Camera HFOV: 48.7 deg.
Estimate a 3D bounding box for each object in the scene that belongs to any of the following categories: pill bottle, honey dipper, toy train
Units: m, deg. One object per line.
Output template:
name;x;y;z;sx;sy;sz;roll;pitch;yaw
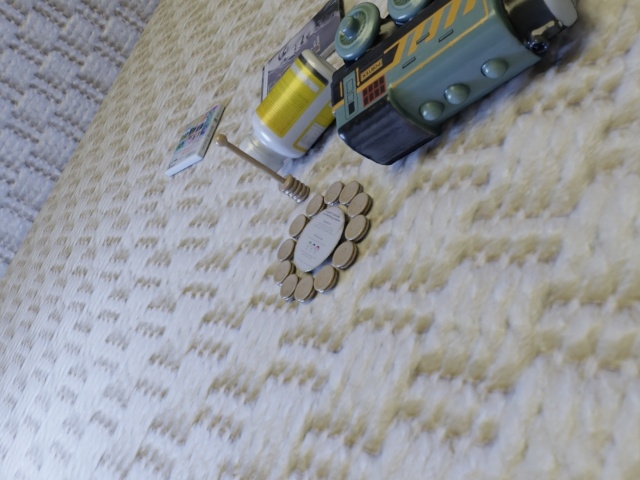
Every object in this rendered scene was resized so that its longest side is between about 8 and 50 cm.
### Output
pill bottle;-0.041;-0.193;1.091;0.184;0.103;0.103;-48;30;16
honey dipper;-0.084;-0.106;1.013;0.030;0.161;0.030;-36;36;31
toy train;0.144;-0.230;0.832;0.334;0.142;0.190;-29;52;38

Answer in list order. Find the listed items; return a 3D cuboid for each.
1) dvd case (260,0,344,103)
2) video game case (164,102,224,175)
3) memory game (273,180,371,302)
dvd case;-0.037;-0.348;1.325;0.221;0.018;0.164;-38;34;30
video game case;-0.280;-0.222;1.569;0.157;0.019;0.143;-16;49;51
memory game;0.000;0.000;0.936;0.186;0.012;0.186;-38;34;31
